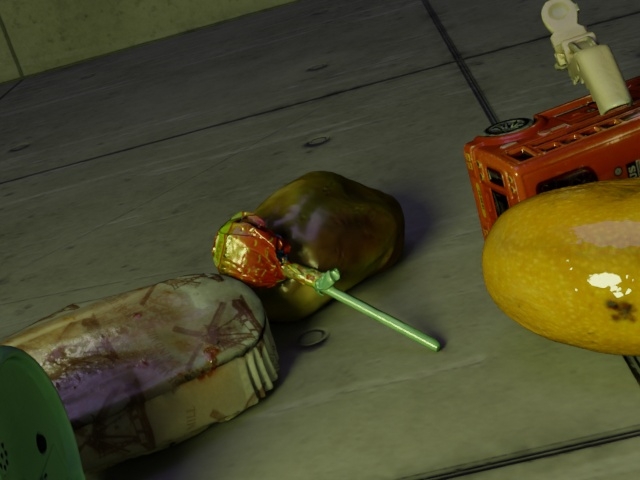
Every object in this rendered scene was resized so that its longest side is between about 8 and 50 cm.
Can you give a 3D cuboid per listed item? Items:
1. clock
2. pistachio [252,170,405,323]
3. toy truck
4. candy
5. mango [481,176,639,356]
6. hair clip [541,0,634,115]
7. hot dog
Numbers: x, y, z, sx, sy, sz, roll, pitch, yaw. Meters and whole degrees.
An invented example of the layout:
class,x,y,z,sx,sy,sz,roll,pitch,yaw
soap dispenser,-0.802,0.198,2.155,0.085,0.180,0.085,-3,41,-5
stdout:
class,x,y,z,sx,sy,sz,roll,pitch,yaw
clock,-0.182,0.126,0.547,0.066,0.211,0.159,-16,24,2
pistachio,0.000,-0.004,0.874,0.189,0.110,0.100,-28,-7,-26
toy truck,0.256,-0.070,0.846,0.253,0.107,0.114,-21,19,-10
candy,0.003,0.038,0.774,0.201,0.060,0.060,25,38,19
mango,0.235,0.016,0.660,0.262,0.109,0.157,2,18,28
hair clip,0.223,-0.159,0.848,0.034,0.072,0.226,-18,18,10
hot dog,-0.156,0.100,0.729,0.268,0.075,0.144,-19,45,-22
